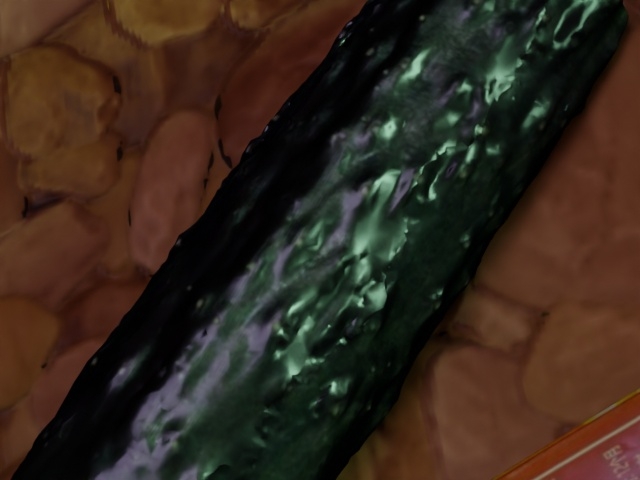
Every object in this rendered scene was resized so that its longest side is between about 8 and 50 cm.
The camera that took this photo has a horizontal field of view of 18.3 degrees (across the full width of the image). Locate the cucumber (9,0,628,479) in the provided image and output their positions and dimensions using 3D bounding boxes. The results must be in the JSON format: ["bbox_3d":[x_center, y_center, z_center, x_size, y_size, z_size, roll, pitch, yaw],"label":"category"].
[{"bbox_3d":[-0.002,-0.002,0.543,0.078,0.062,0.211,26,79,32],"label":"cucumber"}]

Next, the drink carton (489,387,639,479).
[{"bbox_3d":[0.077,0.087,0.446,0.223,0.096,0.071,-32,57,6],"label":"drink carton"}]
